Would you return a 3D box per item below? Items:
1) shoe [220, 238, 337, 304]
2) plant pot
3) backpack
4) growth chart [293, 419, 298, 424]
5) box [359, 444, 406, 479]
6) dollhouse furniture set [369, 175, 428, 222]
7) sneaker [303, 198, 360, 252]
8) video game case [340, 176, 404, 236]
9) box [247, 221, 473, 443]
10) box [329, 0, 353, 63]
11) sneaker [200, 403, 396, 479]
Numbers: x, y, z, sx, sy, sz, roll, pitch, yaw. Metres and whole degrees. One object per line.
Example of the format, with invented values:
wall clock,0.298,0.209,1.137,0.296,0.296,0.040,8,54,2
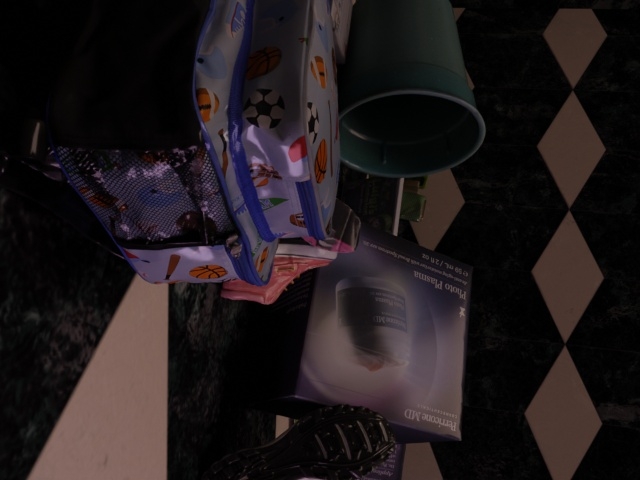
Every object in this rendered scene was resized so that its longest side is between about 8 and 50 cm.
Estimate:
shoe,-0.056,0.041,0.860,0.178,0.063,0.081,3,98,-39
plant pot,0.185,-0.370,1.427,0.341,0.341,0.334,67,22,-66
backpack,-0.087,-0.092,0.508,0.263,0.213,0.277,96,3,-59
growth chart,-0.028,0.305,1.353,0.237,0.021,0.172,-53,146,-72
box,0.093,0.471,1.472,0.293,0.212,0.396,-41,138,-77
dollhouse furniture set,0.241,-0.194,2.000,0.301,0.197,0.151,-65,158,-60
sneaker,-0.025,-0.039,0.872,0.072,0.178,0.077,-64,177,0
video game case,0.117,-0.068,1.550,0.022,0.173,0.190,34,58,-46
box,0.074,0.150,1.016,0.182,0.296,0.294,-30,-135,57
box,0.029,-0.465,1.269,0.186,0.038,0.145,47,49,-73
sneaker,-0.030,0.299,0.847,0.108,0.271,0.100,92,-23,-63
